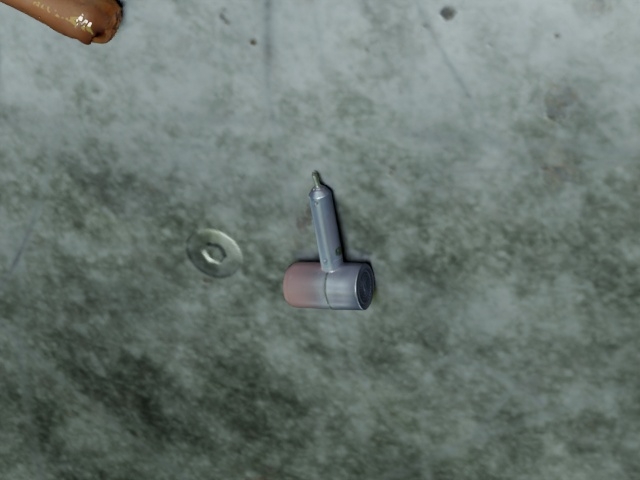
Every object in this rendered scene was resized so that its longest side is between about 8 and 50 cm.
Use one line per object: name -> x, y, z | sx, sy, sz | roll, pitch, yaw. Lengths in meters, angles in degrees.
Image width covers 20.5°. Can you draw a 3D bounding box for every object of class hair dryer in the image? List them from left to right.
hair dryer -> 0.000, 0.000, 1.340 | 0.063, 0.037, 0.114 | 2, 118, 23

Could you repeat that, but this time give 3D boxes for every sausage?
sausage -> -0.224, -0.195, 1.279 | 0.177, 0.040, 0.047 | 30, 131, 1
